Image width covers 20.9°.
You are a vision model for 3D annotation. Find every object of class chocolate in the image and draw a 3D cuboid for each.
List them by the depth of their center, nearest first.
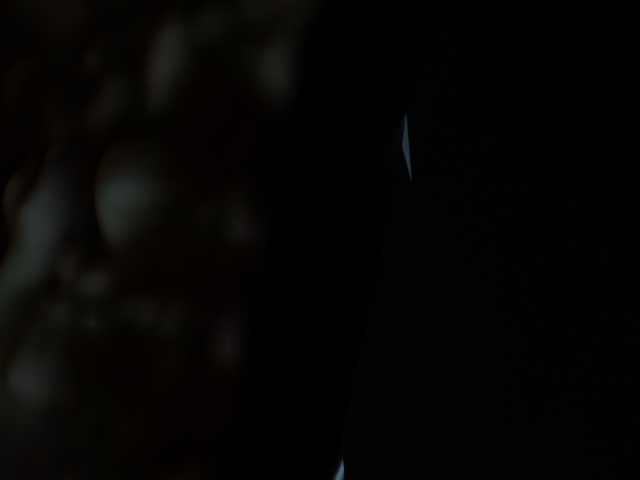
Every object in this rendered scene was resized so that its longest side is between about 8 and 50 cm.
[{"bbox_3d":[0.000,0.000,0.454,0.225,0.210,0.340,11,90,-49],"label":"chocolate"}]
